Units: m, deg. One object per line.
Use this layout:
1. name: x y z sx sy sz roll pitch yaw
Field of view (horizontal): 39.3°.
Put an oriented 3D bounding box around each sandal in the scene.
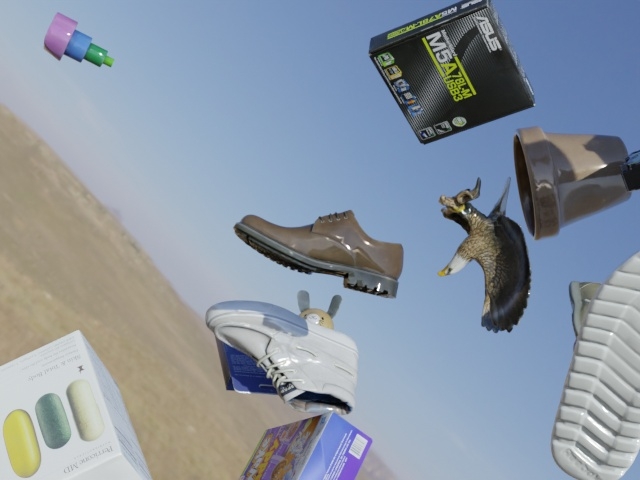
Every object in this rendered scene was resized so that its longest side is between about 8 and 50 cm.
1. sandal: 0.447 0.166 1.307 0.169 0.416 0.102 27 24 11

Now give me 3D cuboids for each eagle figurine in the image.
1. eagle figurine: 0.352 0.035 1.870 0.298 0.226 0.225 55 -45 10

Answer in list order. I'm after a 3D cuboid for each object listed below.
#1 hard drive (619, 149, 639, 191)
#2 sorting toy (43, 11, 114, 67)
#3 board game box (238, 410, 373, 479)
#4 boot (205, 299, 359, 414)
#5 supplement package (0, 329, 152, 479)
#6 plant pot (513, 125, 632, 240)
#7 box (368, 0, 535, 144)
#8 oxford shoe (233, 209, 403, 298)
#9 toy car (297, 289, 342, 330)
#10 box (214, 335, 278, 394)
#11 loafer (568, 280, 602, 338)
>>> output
1. hard drive: 0.766 -0.186 1.737 0.237 0.339 0.064 -26 97 -63
2. sorting toy: -0.282 -0.418 1.335 0.126 0.365 0.127 25 7 -19
3. board game box: -0.081 0.423 1.271 0.078 0.347 0.233 37 -31 -12
4. boot: -0.053 0.180 1.334 0.258 0.123 0.095 19 -43 -22
5. supplement package: -0.426 0.336 1.500 0.262 0.199 0.198 58 -11 38
6. plant pot: 0.573 -0.144 2.027 0.263 0.230 0.262 -9 90 -83
7. box: 0.192 -0.244 1.300 0.190 0.184 0.045 54 32 -36
8. oxford shoe: 0.000 0.000 1.161 0.227 0.096 0.083 17 -8 -12
9. toy car: -0.018 0.188 1.942 0.155 0.188 0.149 10 -34 10
10. box: -0.100 0.196 1.496 0.137 0.036 0.225 8 27 -19
11. loafer: 0.506 0.148 1.629 0.251 0.088 0.094 -76 149 -56
